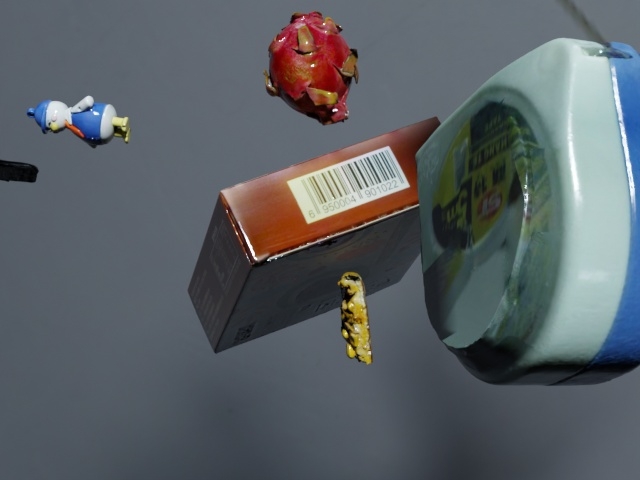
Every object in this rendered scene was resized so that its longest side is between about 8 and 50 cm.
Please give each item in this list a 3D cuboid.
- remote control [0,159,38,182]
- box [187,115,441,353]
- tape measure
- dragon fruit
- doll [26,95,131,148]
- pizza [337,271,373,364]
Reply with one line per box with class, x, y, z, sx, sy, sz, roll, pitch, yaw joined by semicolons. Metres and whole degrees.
remote control;-0.330;-0.073;1.281;0.096;0.039;0.014;6;68;-16
box;0.000;0.000;1.910;0.122;0.344;0.385;64;159;16
tape measure;0.179;-0.012;1.038;0.138;0.259;0.262;9;69;-15
dragon fruit;-0.014;-0.236;1.795;0.133;0.136;0.166;-17;83;-11
doll;-0.327;-0.162;1.740;0.143;0.058;0.099;11;144;2
pizza;0.048;0.115;1.809;0.041;0.178;0.131;-8;74;-2
